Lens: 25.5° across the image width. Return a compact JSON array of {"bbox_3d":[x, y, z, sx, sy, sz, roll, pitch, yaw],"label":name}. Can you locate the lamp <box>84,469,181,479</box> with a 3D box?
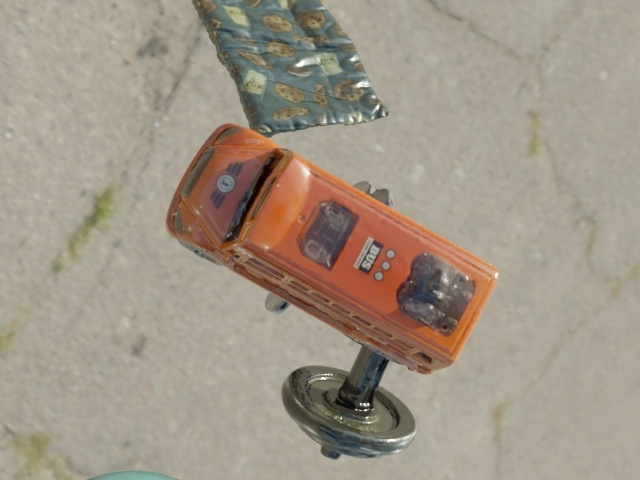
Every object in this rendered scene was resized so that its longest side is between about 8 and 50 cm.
[{"bbox_3d":[-0.205,0.320,1.333,0.284,0.209,0.147,9,134,-29],"label":"lamp"}]

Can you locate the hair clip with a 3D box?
[{"bbox_3d":[0.004,0.005,2.091,0.257,0.146,0.075,-41,115,-21],"label":"hair clip"}]

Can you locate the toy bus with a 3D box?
[{"bbox_3d":[0.009,0.005,1.442,0.143,0.329,0.153,-61,-175,-8],"label":"toy bus"}]

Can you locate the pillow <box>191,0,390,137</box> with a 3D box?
[{"bbox_3d":[-0.041,-0.237,1.807,0.189,0.255,0.034,-11,145,-25],"label":"pillow"}]

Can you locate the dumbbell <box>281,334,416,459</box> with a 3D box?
[{"bbox_3d":[0.063,0.167,1.876,0.192,0.192,0.290,-4,123,-53],"label":"dumbbell"}]
